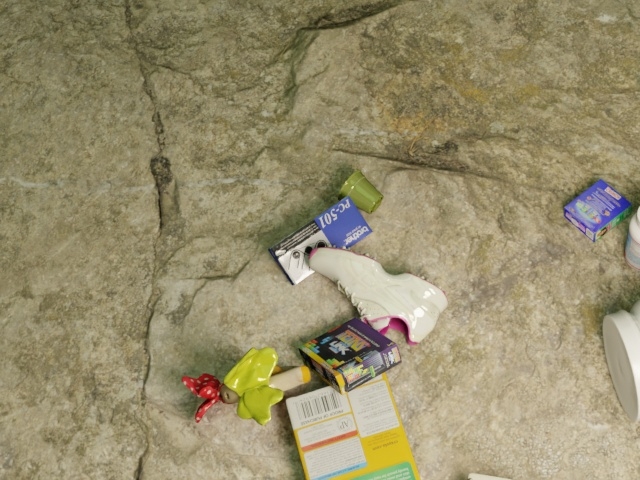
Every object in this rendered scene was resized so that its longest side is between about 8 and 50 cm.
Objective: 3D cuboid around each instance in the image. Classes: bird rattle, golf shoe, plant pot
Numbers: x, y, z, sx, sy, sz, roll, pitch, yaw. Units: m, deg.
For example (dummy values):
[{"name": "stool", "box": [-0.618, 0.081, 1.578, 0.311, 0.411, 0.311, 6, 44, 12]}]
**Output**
[{"name": "bird rattle", "box": [-0.134, 0.294, 1.908, 0.207, 0.253, 0.143, -10, 78, -36]}, {"name": "golf shoe", "box": [0.101, 0.109, 1.997, 0.306, 0.115, 0.140, 21, 73, 17]}, {"name": "plant pot", "box": [0.094, -0.100, 2.162, 0.079, 0.083, 0.083, 38, 72, 15]}]

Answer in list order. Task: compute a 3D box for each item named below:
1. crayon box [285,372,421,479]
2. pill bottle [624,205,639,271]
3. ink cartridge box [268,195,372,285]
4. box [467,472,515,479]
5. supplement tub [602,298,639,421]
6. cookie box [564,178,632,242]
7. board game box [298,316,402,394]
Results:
[{"name": "crayon box", "box": [0.073, 0.423, 1.830, 0.203, 0.083, 0.323, -18, 56, 0]}, {"name": "pill bottle", "box": [0.653, -0.009, 1.936, 0.087, 0.160, 0.087, -5, 57, 8]}, {"name": "ink cartridge box", "box": [0.000, 0.000, 2.105, 0.207, 0.046, 0.097, -35, 92, -11]}, {"name": "box", "box": [0.290, 0.555, 1.697, 0.113, 0.094, 0.275, 5, 59, 15]}, {"name": "supplement tub", "box": [0.697, 0.195, 1.756, 0.325, 0.235, 0.235, -13, 57, 3]}, {"name": "cookie box", "box": [0.583, -0.063, 2.055, 0.107, 0.040, 0.092, -36, 58, -11]}, {"name": "board game box", "box": [0.056, 0.223, 1.917, 0.141, 0.048, 0.170, -28, 25, -19]}]
